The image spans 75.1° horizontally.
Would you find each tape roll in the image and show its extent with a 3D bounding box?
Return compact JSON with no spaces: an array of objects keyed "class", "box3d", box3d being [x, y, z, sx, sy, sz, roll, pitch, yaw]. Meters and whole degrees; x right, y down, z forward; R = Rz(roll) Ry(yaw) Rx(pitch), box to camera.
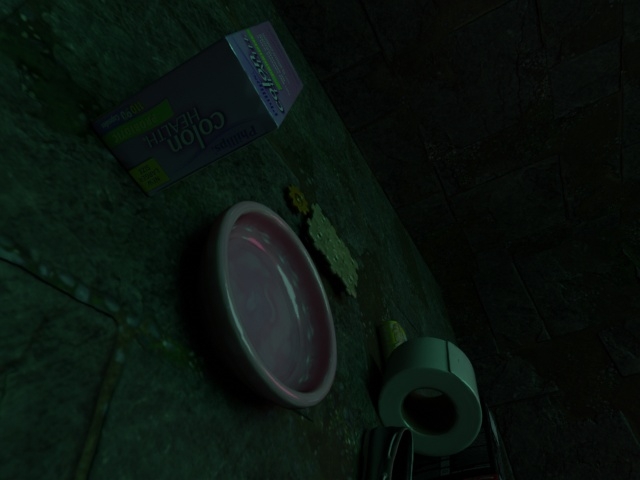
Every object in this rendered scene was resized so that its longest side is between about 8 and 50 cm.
[{"class":"tape roll","box3d":[0.279,0.395,1.074,0.245,0.246,0.169,66,18,-5]}]

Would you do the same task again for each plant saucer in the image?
[{"class":"plant saucer","box3d":[-0.084,0.102,0.666,0.332,0.084,0.331,54,22,-33]}]

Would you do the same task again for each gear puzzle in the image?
[{"class":"gear puzzle","box3d":[0.000,0.000,1.092,0.338,0.044,0.175,55,23,-24]}]

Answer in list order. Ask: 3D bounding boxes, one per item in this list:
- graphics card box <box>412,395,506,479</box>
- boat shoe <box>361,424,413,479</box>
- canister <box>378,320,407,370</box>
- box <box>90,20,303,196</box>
[{"class":"graphics card box","box3d":[0.340,0.556,1.072,0.094,0.233,0.371,65,18,-3]},{"class":"boat shoe","box3d":[0.132,0.491,0.785,0.112,0.096,0.335,61,19,-20]},{"class":"canister","box3d":[0.234,0.347,1.275,0.126,0.074,0.169,52,22,-40]},{"class":"box","box3d":[-0.158,-0.202,0.607,0.117,0.214,0.242,58,21,-26]}]
